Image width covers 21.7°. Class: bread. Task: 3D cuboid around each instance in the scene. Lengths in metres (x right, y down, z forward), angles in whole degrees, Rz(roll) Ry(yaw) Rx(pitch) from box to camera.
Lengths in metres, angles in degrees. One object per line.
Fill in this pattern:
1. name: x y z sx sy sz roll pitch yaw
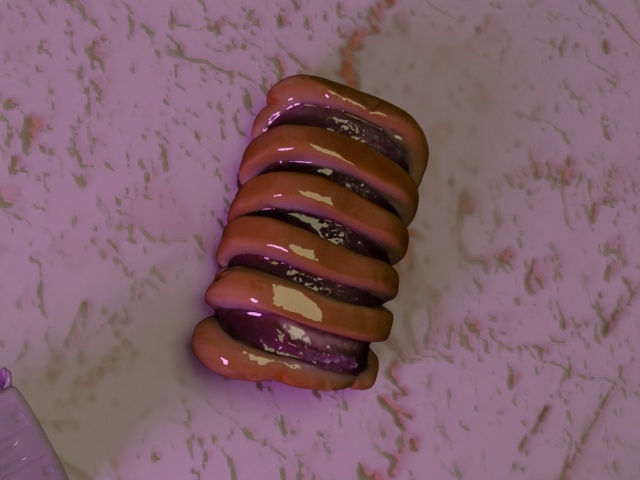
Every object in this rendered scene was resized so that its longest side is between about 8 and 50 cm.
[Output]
1. bread: 0.000 0.000 1.132 0.134 0.081 0.225 21 65 -19

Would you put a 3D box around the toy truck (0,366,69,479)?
1. toy truck: -0.258 0.168 0.935 0.242 0.125 0.101 -28 85 -30
